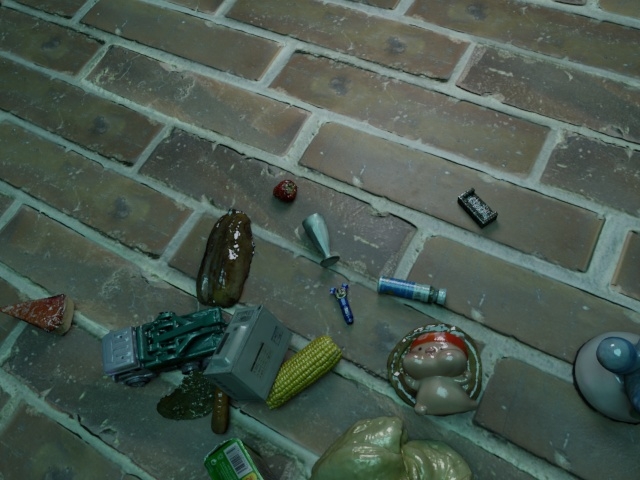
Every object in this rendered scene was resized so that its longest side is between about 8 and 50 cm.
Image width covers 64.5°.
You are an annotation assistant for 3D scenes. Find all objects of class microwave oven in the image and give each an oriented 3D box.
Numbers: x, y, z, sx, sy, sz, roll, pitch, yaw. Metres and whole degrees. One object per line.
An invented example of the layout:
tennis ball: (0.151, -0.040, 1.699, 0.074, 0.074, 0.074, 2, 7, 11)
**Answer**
microwave oven: (-0.190, 0.296, 1.338, 0.122, 0.162, 0.208, -16, 37, 38)

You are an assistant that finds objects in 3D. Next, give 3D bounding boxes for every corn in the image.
corn: (-0.053, 0.353, 1.364, 0.244, 0.093, 0.093, -37, 65, -8)

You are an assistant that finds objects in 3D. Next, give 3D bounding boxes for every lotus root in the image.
lotus root: (-0.294, 0.041, 1.560, 0.167, 0.078, 0.330, 2, 66, 8)

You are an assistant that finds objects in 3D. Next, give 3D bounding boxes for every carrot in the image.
carrot: (-0.264, 0.423, 1.364, 0.047, 0.047, 0.191, 5, 85, 11)

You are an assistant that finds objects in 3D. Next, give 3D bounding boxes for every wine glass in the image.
wine glass: (0.000, 0.000, 1.536, 0.073, 0.073, 0.155, -20, 66, 0)

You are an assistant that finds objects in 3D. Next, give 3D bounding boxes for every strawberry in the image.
strawberry: (-0.116, -0.159, 1.639, 0.083, 0.073, 0.073, -13, 57, 44)

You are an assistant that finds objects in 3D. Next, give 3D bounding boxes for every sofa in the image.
sofa: (0.471, -0.098, 1.521, 0.060, 0.039, 0.118, -32, 64, -7)

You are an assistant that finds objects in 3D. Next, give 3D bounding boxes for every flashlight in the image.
flashlight: (0.067, 0.182, 1.457, 0.057, 0.035, 0.121, -18, 63, 0)

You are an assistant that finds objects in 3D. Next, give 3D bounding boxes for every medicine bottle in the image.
medicine bottle: (0.258, 0.141, 1.437, 0.191, 0.051, 0.051, 10, 67, 14)

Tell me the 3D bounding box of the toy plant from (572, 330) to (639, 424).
toy plant: (0.735, 0.284, 1.137, 0.247, 0.332, 0.247, -3, 66, 7)

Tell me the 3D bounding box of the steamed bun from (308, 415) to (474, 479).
steamed bun: (0.150, 0.572, 1.158, 0.372, 0.230, 0.325, 23, 67, 21)

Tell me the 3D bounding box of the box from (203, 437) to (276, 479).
box: (-0.157, 0.601, 1.199, 0.103, 0.180, 0.250, -37, 51, -11)

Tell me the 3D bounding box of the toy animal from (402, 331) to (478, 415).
toy animal: (0.294, 0.326, 1.252, 0.171, 0.171, 0.198, -7, 70, 6)

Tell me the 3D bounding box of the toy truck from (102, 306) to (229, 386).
toy truck: (-0.422, 0.284, 1.414, 0.363, 0.178, 0.177, -17, 63, 4)

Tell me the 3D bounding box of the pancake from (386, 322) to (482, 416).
pancake: (0.308, 0.341, 1.345, 0.249, 0.031, 0.250, -3, 65, 7)

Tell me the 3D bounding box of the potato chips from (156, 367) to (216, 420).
potato chips: (-0.344, 0.421, 1.388, 0.209, 0.026, 0.142, -6, 95, -5)

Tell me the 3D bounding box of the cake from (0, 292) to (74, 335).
cake: (-0.868, 0.246, 1.551, 0.220, 0.086, 0.117, -13, 61, 2)
